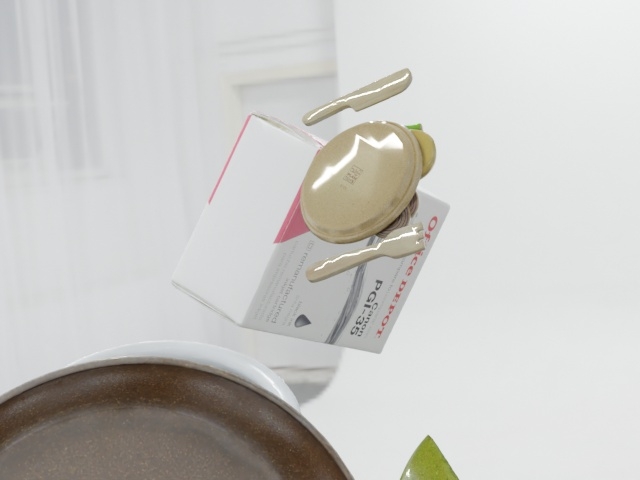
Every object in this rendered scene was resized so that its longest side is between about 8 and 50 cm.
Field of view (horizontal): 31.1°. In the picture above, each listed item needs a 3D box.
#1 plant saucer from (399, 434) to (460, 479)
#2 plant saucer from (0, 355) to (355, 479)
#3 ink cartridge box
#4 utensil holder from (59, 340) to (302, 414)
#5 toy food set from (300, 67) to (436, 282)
[{"bbox_3d":[0.120,0.332,1.187,0.045,0.188,0.188,-9,36,-20],"label":"plant saucer"},{"bbox_3d":[-0.111,0.223,0.674,0.311,0.310,0.050,-5,-3,-20],"label":"plant saucer"},{"bbox_3d":[0.000,0.000,1.278,0.117,0.207,0.283,29,6,35],"label":"ink cartridge box"},{"bbox_3d":[-0.182,0.367,1.352,0.328,0.385,0.327,0,31,0],"label":"utensil holder"},{"bbox_3d":[0.042,-0.049,1.006,0.132,0.192,0.038,-19,-38,27],"label":"toy food set"}]
